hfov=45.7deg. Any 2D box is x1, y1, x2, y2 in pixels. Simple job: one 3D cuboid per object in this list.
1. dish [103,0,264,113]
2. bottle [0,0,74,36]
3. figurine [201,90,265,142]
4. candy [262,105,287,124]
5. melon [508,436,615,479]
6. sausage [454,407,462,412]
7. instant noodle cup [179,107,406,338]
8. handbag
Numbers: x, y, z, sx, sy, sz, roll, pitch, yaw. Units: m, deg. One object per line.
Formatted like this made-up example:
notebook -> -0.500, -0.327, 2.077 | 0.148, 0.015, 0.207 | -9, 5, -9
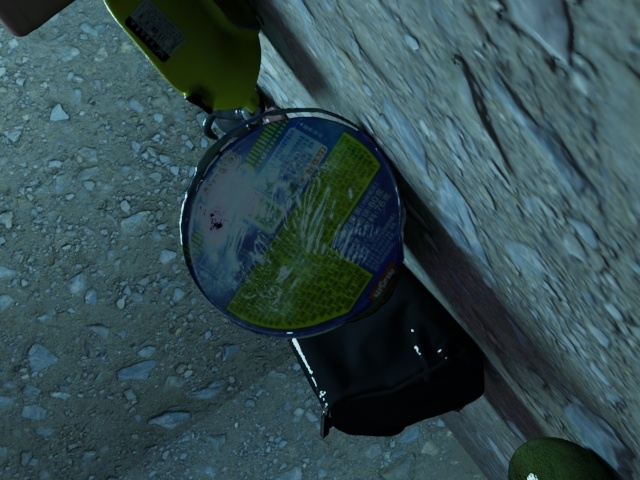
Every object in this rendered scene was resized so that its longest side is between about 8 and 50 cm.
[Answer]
dish -> -0.164, -0.306, 1.045 | 0.262, 0.108, 0.221 | 55, -152, 9
bottle -> -0.324, -0.417, 0.949 | 0.206, 0.296, 0.173 | 49, 174, 26
figurine -> -0.181, -0.270, 1.625 | 0.193, 0.140, 0.265 | 44, -153, -1
candy -> -0.079, -0.223, 1.540 | 0.103, 0.043, 0.103 | 56, 177, 4
melon -> 0.277, 0.291, 0.852 | 0.114, 0.114, 0.167 | 57, 179, -30
sausage -> 0.189, 0.189, 1.440 | 0.300, 0.083, 0.089 | 57, 178, 27
instant noodle cup -> -0.002, 0.005, 1.033 | 0.284, 0.284, 0.312 | 54, -176, 17
handbag -> 0.084, 0.193, 1.249 | 0.302, 0.275, 0.178 | 53, 166, 50
